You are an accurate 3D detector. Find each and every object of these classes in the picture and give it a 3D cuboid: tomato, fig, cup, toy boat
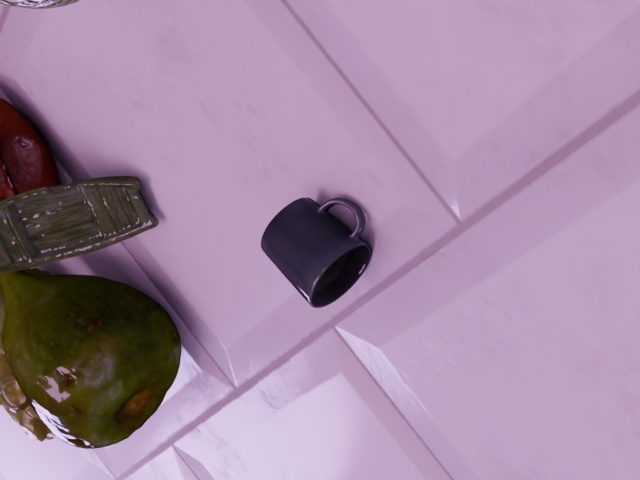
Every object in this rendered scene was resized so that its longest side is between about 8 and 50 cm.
[{"bbox_3d":[-0.391,-0.079,1.674,0.228,0.101,0.228,28,133,34],"label":"tomato"},{"bbox_3d":[-0.309,0.114,1.655,0.275,0.206,0.206,42,148,21],"label":"fig"},{"bbox_3d":[0.000,0.000,1.256,0.077,0.078,0.100,44,115,23],"label":"cup"},{"bbox_3d":[-0.327,-0.014,1.549,0.055,0.293,0.093,-89,-19,-60],"label":"toy boat"}]

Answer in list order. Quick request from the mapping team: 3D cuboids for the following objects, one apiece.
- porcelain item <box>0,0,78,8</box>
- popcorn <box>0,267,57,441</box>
[{"bbox_3d":[-0.201,-0.300,1.122,0.253,0.253,0.253,34,145,29],"label":"porcelain item"},{"bbox_3d":[-0.402,0.142,1.843,0.286,0.174,0.225,45,156,15],"label":"popcorn"}]
